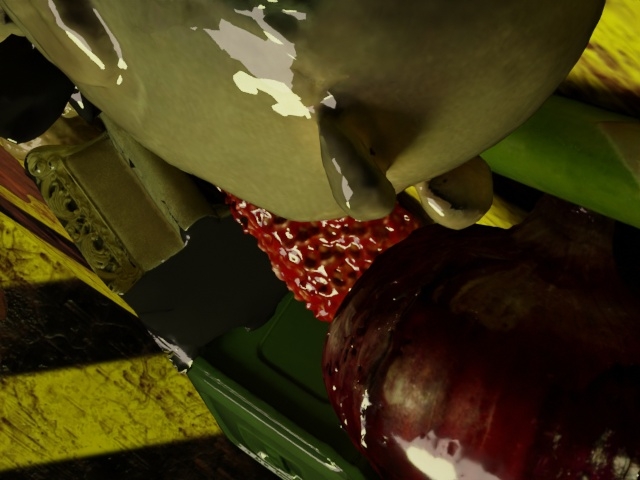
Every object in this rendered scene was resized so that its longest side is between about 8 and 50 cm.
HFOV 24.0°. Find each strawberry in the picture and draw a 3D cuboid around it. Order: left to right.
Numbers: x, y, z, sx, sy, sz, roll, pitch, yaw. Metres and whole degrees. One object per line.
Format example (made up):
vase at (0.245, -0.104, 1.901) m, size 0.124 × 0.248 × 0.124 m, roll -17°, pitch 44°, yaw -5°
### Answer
strawberry at (0.000, 0.000, 1.229) m, size 0.286 × 0.106 × 0.188 m, roll 40°, pitch 165°, yaw -11°

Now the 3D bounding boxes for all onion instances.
onion at (0.127, 0.067, 0.943) m, size 0.252 × 0.219 × 0.252 m, roll 12°, pitch -154°, yaw -6°

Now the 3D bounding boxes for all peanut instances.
peanut at (-0.273, -0.096, 1.647) m, size 0.193 × 0.089 × 0.089 m, roll 31°, pitch 166°, yaw 22°

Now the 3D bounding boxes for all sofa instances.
sofa at (-0.147, -0.019, 1.521) m, size 0.200 × 0.182 × 0.258 m, roll 50°, pitch 174°, yaw 28°

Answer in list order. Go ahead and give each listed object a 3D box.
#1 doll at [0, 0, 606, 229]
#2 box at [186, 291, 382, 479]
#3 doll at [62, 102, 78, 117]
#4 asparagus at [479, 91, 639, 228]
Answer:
doll at (-0.057, -0.144, 0.595) m, size 0.349 × 0.247 × 0.247 m, roll 41°, pitch 169°, yaw 18°
box at (-0.003, 0.182, 1.733) m, size 0.253 × 0.178 × 0.329 m, roll 32°, pitch 164°, yaw 15°
doll at (-0.227, -0.145, 1.499) m, size 0.061 × 0.051 × 0.093 m, roll 32°, pitch -165°, yaw 16°
asparagus at (0.163, -0.035, 0.780) m, size 0.277 × 0.060 × 0.067 m, roll 24°, pitch 172°, yaw 47°
